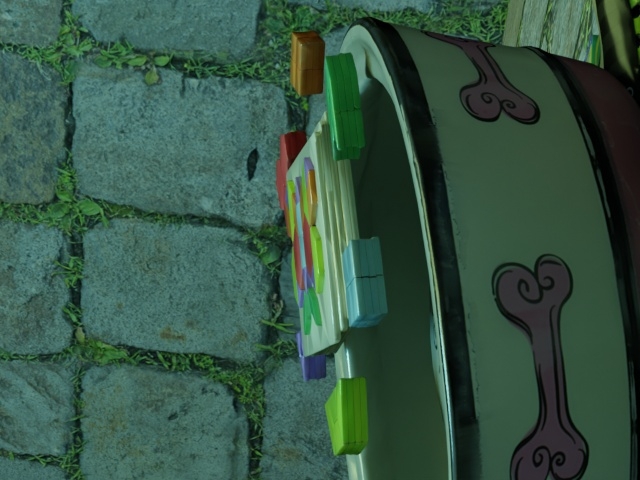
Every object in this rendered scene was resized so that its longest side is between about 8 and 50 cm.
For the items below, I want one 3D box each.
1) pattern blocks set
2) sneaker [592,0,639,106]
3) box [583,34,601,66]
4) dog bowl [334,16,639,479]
[{"bbox_3d":[0.000,0.000,1.149,0.325,0.026,0.285,104,160,-67],"label":"pattern blocks set"},{"bbox_3d":[0.211,-0.113,1.040,0.097,0.084,0.235,-113,19,-69],"label":"sneaker"},{"bbox_3d":[0.221,-0.062,1.371,0.105,0.043,0.179,97,179,-56],"label":"box"},{"bbox_3d":[0.106,0.065,1.054,0.408,0.150,0.408,175,90,-83],"label":"dog bowl"}]
